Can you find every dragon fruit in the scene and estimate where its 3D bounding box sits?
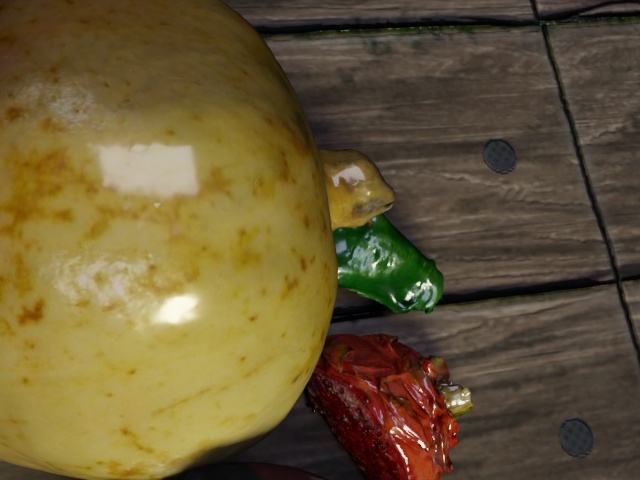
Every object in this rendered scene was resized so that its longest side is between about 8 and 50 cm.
[{"bbox_3d":[0.064,0.119,1.116,0.106,0.083,0.162,-32,82,-31],"label":"dragon fruit"}]

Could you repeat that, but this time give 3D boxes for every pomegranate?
[{"bbox_3d":[-0.119,-0.016,0.957,0.342,0.342,0.343,8,67,-19],"label":"pomegranate"}]

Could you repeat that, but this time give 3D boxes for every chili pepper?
[{"bbox_3d":[0.000,-0.001,1.149,0.216,0.062,0.108,30,68,-9],"label":"chili pepper"}]

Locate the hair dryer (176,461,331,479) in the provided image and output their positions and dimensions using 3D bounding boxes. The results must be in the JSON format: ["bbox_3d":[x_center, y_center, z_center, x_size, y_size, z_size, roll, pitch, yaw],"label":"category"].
[{"bbox_3d":[-0.014,0.330,0.900,0.312,0.123,0.341,40,59,-31],"label":"hair dryer"}]

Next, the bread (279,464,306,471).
[{"bbox_3d":[-0.004,0.276,1.018,0.207,0.056,0.287,-33,92,-46],"label":"bread"}]
